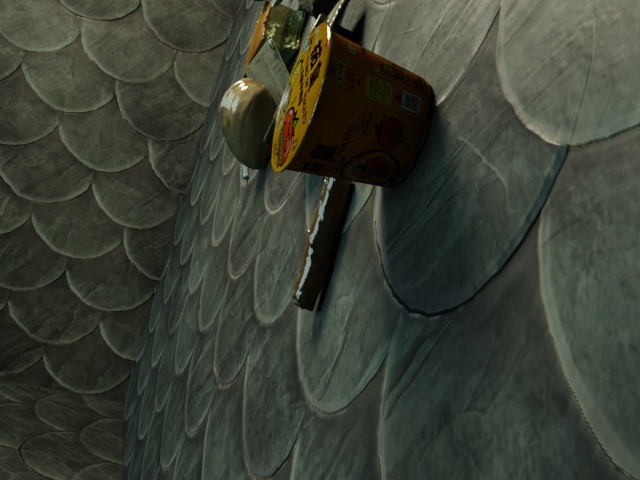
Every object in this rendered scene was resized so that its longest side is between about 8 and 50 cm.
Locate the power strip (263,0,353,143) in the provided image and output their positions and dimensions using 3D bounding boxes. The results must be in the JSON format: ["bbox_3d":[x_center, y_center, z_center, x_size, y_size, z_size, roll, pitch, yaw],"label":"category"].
[{"bbox_3d":[-0.010,-0.334,1.491,0.257,0.092,0.251,133,156,-59],"label":"power strip"}]

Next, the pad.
[{"bbox_3d":[-0.134,-0.413,1.924,0.159,0.009,0.265,65,159,-2],"label":"pad"}]

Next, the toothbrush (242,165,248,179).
[{"bbox_3d":[-0.224,-0.242,2.220,0.019,0.016,0.219,-55,23,27],"label":"toothbrush"}]

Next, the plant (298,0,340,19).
[{"bbox_3d":[-0.001,-0.547,1.663,0.143,0.094,0.092,-116,28,-49],"label":"plant"}]

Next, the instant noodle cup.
[{"bbox_3d":[0.043,-0.175,1.039,0.216,0.172,0.215,-164,90,-72],"label":"instant noodle cup"}]

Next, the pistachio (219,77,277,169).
[{"bbox_3d":[-0.181,-0.304,1.934,0.138,0.153,0.238,-92,-9,-67],"label":"pistachio"}]

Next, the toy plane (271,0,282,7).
[{"bbox_3d":[-0.025,-0.662,1.807,0.262,0.088,0.192,-60,15,-1],"label":"toy plane"}]

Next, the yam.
[{"bbox_3d":[0.000,0.000,1.230,0.057,0.057,0.241,-163,88,-73],"label":"yam"}]

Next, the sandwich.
[{"bbox_3d":[-0.127,-0.526,1.998,0.186,0.108,0.220,-124,51,-69],"label":"sandwich"}]
